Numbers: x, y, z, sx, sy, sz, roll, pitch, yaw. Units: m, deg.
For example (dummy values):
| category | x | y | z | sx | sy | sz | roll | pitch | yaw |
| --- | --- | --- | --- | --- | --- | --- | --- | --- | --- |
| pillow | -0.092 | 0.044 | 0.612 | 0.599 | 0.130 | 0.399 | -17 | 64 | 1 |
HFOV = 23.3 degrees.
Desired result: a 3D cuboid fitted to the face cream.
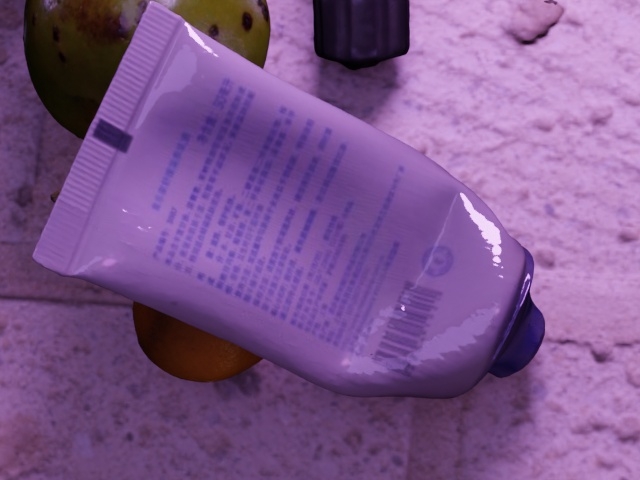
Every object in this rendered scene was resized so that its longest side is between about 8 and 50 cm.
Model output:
| category | x | y | z | sx | sy | sz | roll | pitch | yaw |
| --- | --- | --- | --- | --- | --- | --- | --- | --- | --- |
| face cream | 0.000 | 0.000 | 1.282 | 0.420 | 0.137 | 0.234 | 27 | 78 | -16 |

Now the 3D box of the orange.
| category | x | y | z | sx | sy | sz | roll | pitch | yaw |
| --- | --- | --- | --- | --- | --- | --- | --- | --- | --- |
| orange | -0.096 | 0.049 | 1.362 | 0.134 | 0.156 | 0.156 | 17 | 80 | -27 |

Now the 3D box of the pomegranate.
| category | x | y | z | sx | sy | sz | roll | pitch | yaw |
| --- | --- | --- | --- | --- | --- | --- | --- | --- | --- |
| pomegranate | -0.172 | -0.146 | 1.375 | 0.231 | 0.231 | 0.286 | 21 | 84 | 14 |

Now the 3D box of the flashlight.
| category | x | y | z | sx | sy | sz | roll | pitch | yaw |
| --- | --- | --- | --- | --- | --- | --- | --- | --- | --- |
| flashlight | 0.034 | -0.361 | 1.376 | 0.103 | 0.103 | 0.424 | 0 | 102 | 10 |
